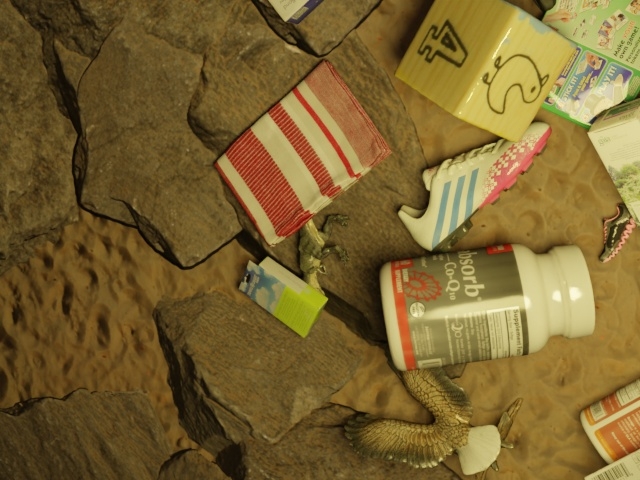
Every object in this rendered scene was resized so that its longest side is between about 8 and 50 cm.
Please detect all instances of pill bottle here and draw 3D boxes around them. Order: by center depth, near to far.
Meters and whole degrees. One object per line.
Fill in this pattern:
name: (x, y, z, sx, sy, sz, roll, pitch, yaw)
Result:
pill bottle: (0.302, 0.117, 1.458, 0.363, 0.210, 0.210, -9, 98, 7)
pill bottle: (0.609, 0.322, 1.465, 0.216, 0.121, 0.121, -36, 89, 20)

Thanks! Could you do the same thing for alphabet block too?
alphabet block: (0.284, -0.314, 1.369, 0.193, 0.192, 0.197, 47, 115, 45)

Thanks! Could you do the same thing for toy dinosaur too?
toy dinosaur: (0.000, 0.000, 1.616, 0.118, 0.064, 0.268, -4, 96, 24)

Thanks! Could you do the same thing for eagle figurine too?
eagle figurine: (0.219, 0.357, 1.555, 0.298, 0.226, 0.225, 29, 127, 4)

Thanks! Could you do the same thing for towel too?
towel: (-0.046, -0.171, 1.584, 0.329, 0.037, 0.237, -39, 75, 19)

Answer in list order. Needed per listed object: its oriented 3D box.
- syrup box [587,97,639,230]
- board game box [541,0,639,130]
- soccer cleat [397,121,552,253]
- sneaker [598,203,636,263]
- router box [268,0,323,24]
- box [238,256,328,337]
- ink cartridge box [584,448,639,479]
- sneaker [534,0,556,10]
syrup box: (0.569, -0.123, 1.360, 0.093, 0.096, 0.237, -17, 112, 49)
board game box: (0.502, -0.367, 1.402, 0.213, 0.046, 0.317, 29, 107, 10)
soccer cleat: (0.281, -0.120, 1.478, 0.143, 0.116, 0.331, 44, 109, 4)
sneaker: (0.546, -0.015, 1.462, 0.057, 0.047, 0.119, 32, 100, 15)
router box: (-0.025, -0.638, 1.485, 0.335, 0.082, 0.301, -39, 88, 19)
box: (-0.080, 0.114, 1.645, 0.178, 0.042, 0.109, 35, 135, 10)
ink cartridge box: (0.606, 0.412, 1.447, 0.189, 0.232, 0.066, -37, 66, 20)
sneaker: (0.406, -0.527, 1.370, 0.132, 0.086, 0.228, -19, 84, 14)
